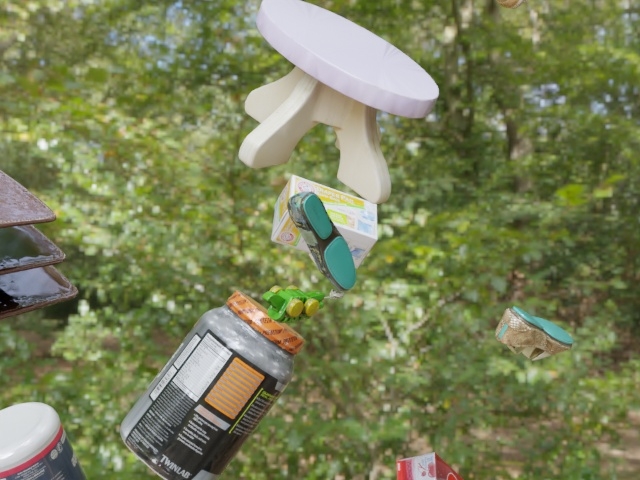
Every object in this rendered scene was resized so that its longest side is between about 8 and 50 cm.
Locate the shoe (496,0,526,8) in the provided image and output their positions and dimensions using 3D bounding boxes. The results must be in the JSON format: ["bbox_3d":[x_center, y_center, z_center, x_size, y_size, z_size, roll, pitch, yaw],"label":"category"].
[{"bbox_3d":[0.315,-0.418,1.431,0.058,0.219,0.076,25,-51,-9],"label":"shoe"}]

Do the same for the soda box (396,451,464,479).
[{"bbox_3d":[0.242,0.511,1.800,0.084,0.092,0.263,-18,-43,23],"label":"soda box"}]

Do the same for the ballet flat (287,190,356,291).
[{"bbox_3d":[0.000,0.000,1.509,0.070,0.188,0.070,-20,22,9],"label":"ballet flat"}]

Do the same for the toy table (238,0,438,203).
[{"bbox_3d":[0.012,-0.180,1.177,0.252,0.160,0.274,-4,37,-39],"label":"toy table"}]

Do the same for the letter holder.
[{"bbox_3d":[-0.479,-0.036,1.258,0.302,0.152,0.214,31,23,25],"label":"letter holder"}]

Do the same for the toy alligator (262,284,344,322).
[{"bbox_3d":[-0.030,0.105,1.458,0.056,0.051,0.190,31,17,35],"label":"toy alligator"}]

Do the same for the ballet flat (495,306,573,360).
[{"bbox_3d":[0.341,0.157,1.489,0.206,0.067,0.073,25,17,-46],"label":"ballet flat"}]

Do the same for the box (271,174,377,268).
[{"bbox_3d":[0.009,-0.039,1.945,0.203,0.114,0.103,18,-47,-16],"label":"box"}]

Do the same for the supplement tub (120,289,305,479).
[{"bbox_3d":[-0.178,0.254,1.575,0.194,0.316,0.193,38,-3,2],"label":"supplement tub"}]

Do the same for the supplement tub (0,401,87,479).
[{"bbox_3d":[-0.554,0.468,1.763,0.191,0.272,0.191,-13,24,6],"label":"supplement tub"}]
